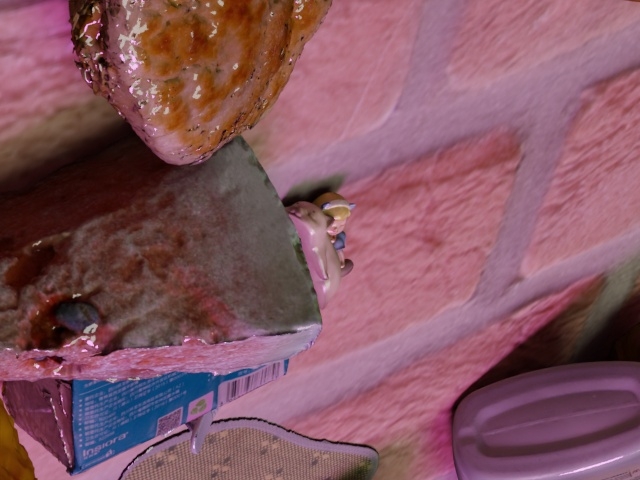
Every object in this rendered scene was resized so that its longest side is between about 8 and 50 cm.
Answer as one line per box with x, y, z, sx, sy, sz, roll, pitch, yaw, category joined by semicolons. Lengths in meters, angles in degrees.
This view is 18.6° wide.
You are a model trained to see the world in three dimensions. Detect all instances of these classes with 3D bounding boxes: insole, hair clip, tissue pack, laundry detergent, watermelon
-0.049;0.182;1.493;0.109;0.007;0.322;-52;149;14;insole
-0.060;0.104;1.351;0.115;0.039;0.030;-39;155;-15;hair clip
-0.103;0.051;1.181;0.169;0.082;0.120;-24;139;-32;tissue pack
0.239;0.209;1.713;0.215;0.105;0.280;-14;147;14;laundry detergent
-0.125;0.018;1.060;0.241;0.154;0.094;-17;170;-24;watermelon

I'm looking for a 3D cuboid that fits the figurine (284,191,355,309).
0.000;0.000;1.296;0.050;0.047;0.083;-43;147;-34;figurine

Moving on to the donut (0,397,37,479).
-0.327;0.161;0.875;0.435;0.163;0.377;-24;171;1;donut

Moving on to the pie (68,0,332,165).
-0.061;-0.127;1.022;0.163;0.079;0.193;-44;149;-15;pie

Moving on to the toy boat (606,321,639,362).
0.306;0.165;1.822;0.099;0.108;0.293;-8;149;4;toy boat
